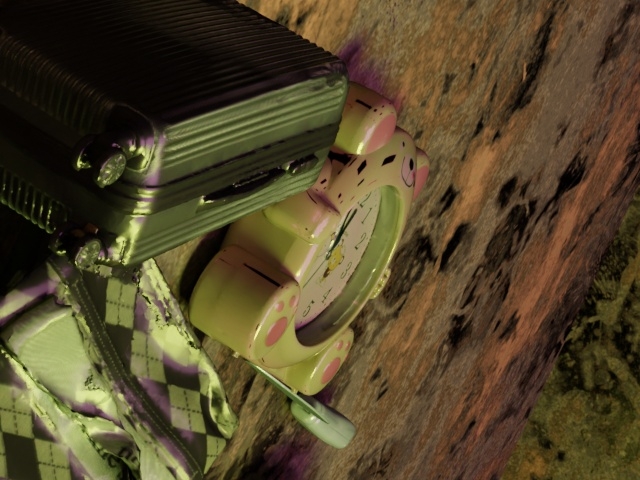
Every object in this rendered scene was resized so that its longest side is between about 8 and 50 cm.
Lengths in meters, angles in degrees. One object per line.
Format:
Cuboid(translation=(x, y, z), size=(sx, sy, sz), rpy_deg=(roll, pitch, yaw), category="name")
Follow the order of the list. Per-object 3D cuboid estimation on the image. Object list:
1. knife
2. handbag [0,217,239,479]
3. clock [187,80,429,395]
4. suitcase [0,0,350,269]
Cuboid(translation=(-0.018, 0.207, 1.901), size=(0.044, 0.080, 0.331), rpy_deg=(-53, 157, -6), category="knife")
Cuboid(translation=(-0.250, 0.171, 1.179), size=(0.416, 0.180, 0.316), rpy_deg=(-52, 142, -37), category="handbag")
Cuboid(translation=(0.000, 0.000, 1.642), size=(0.309, 0.114, 0.284), rpy_deg=(-58, 156, -5), category="clock")
Cuboid(translation=(-0.129, -0.096, 1.130), size=(0.312, 0.202, 0.128), rpy_deg=(-24, 139, -54), category="suitcase")
